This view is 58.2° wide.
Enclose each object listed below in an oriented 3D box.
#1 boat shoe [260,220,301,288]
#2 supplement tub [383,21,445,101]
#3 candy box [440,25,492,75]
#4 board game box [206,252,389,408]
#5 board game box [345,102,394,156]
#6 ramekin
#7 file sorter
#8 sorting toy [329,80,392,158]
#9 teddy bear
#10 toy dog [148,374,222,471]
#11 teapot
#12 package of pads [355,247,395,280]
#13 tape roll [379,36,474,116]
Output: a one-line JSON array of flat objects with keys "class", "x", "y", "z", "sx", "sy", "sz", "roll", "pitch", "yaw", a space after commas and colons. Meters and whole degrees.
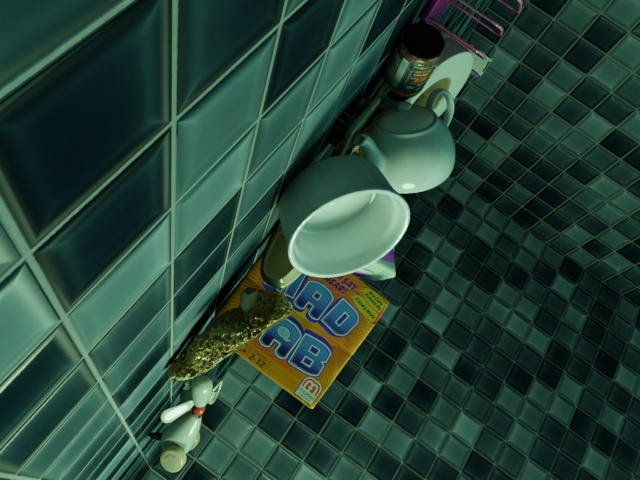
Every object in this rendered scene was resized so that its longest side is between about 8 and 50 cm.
[{"class": "boat shoe", "x": -0.049, "y": -0.041, "z": 1.429, "sx": 0.340, "sy": 0.122, "sz": 0.110, "roll": -61, "pitch": 171, "yaw": -10}, {"class": "supplement tub", "x": 0.207, "y": -0.401, "z": 1.327, "sx": 0.106, "sy": 0.106, "sz": 0.198, "roll": -53, "pitch": 177, "yaw": -19}, {"class": "candy box", "x": 0.485, "y": -0.642, "z": 1.974, "sx": 0.070, "sy": 0.196, "sz": 0.165, "roll": -56, "pitch": 176, "yaw": 17}, {"class": "board game box", "x": -0.065, "y": 0.224, "z": 1.706, "sx": 0.356, "sy": 0.356, "sz": 0.356, "roll": -53, "pitch": 177, "yaw": -8}, {"class": "board game box", "x": 0.159, "y": -0.284, "z": 1.559, "sx": 0.141, "sy": 0.048, "sz": 0.170, "roll": 5, "pitch": 140, "yaw": -36}, {"class": "ramekin", "x": 0.042, "y": -0.055, "z": 1.260, "sx": 0.278, "sy": 0.135, "sz": 0.277, "roll": -15, "pitch": 142, "yaw": -12}, {"class": "file sorter", "x": 0.399, "y": -0.597, "z": 1.353, "sx": 0.290, "sy": 0.182, "sz": 0.202, "roll": -55, "pitch": 176, "yaw": 21}, {"class": "sorting toy", "x": 0.063, "y": -0.254, "z": 1.314, "sx": 0.274, "sy": 0.046, "sz": 0.132, "roll": -53, "pitch": 177, "yaw": -31}, {"class": "teddy bear", "x": -0.230, "y": 0.220, "z": 1.391, "sx": 0.338, "sy": 0.113, "sz": 0.245, "roll": -38, "pitch": 173, "yaw": 26}, {"class": "toy dog", "x": -0.472, "y": 0.589, "z": 1.922, "sx": 0.220, "sy": 0.161, "sz": 0.333, "roll": 71, "pitch": 40, "yaw": -82}, {"class": "teapot", "x": 0.210, "y": -0.248, "z": 1.389, "sx": 0.256, "sy": 0.253, "sz": 0.186, "roll": -86, "pitch": 171, "yaw": -53}, {"class": "package of pads", "x": 0.108, "y": -0.057, "z": 1.582, "sx": 0.101, "sy": 0.229, "sz": 0.296, "roll": -15, "pitch": -115, "yaw": 35}, {"class": "tape roll", "x": 0.286, "y": -0.416, "z": 1.694, "sx": 0.392, "sy": 0.072, "sz": 0.392, "roll": -39, "pitch": 166, "yaw": -12}]
